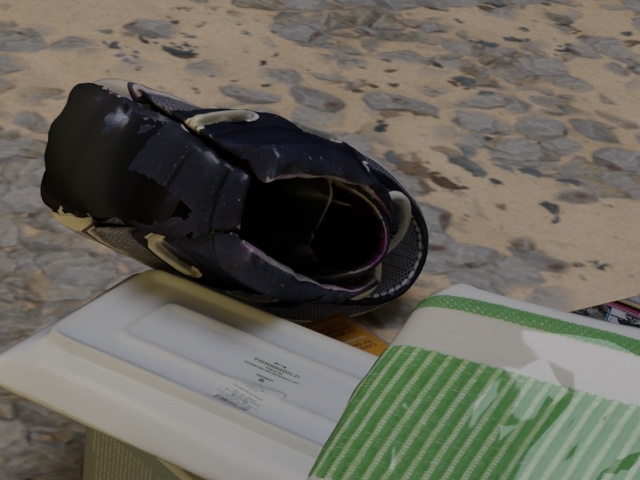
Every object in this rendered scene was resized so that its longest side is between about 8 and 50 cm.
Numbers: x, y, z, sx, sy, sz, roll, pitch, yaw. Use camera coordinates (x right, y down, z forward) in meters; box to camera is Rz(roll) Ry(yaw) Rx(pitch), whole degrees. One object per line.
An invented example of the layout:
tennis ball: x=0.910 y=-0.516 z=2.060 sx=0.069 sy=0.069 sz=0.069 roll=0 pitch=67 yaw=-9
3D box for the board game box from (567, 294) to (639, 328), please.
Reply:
board game box: x=0.237 y=0.113 z=1.166 sx=0.165 sy=0.042 sz=0.243 roll=-10 pitch=32 yaw=-31

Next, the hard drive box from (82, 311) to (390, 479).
hard drive box: x=0.014 y=0.145 z=1.000 sx=0.181 sy=0.089 sz=0.232 roll=-17 pitch=36 yaw=-38

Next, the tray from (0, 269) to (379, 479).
tray: x=-0.028 y=0.077 z=0.990 sx=0.270 sy=0.030 sz=0.145 roll=21 pitch=31 yaw=26

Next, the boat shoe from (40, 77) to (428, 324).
boat shoe: x=0.000 y=0.000 z=1.139 sx=0.158 sy=0.127 sz=0.340 roll=21 pitch=5 yaw=37

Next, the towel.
towel: x=0.090 y=0.168 z=0.794 sx=0.247 sy=0.038 sz=0.325 roll=14 pitch=56 yaw=20
